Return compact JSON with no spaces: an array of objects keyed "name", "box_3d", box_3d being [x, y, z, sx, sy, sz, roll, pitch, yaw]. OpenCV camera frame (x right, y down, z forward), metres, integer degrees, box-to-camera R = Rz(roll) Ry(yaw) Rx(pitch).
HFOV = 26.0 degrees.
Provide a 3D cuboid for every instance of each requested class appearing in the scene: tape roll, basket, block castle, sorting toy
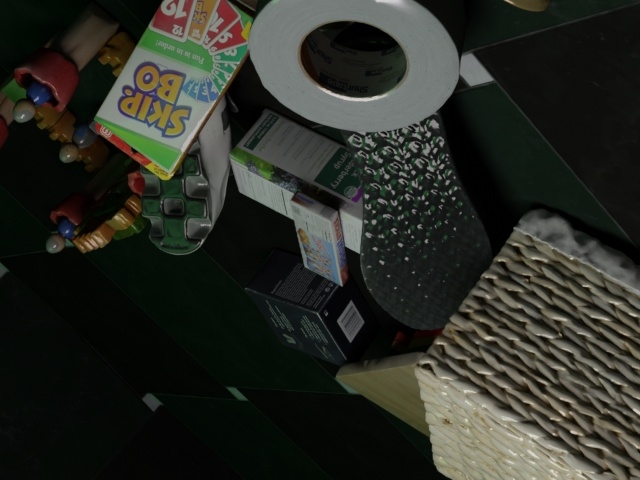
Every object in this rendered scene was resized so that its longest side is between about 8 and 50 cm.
[{"name":"tape roll","box_3d":[0.039,-0.210,1.433,0.219,0.072,0.219,7,143,5]},{"name":"basket","box_3d":[0.316,0.200,1.681,0.331,0.266,0.328,33,159,28]},{"name":"block castle","box_3d":[-0.367,-0.142,2.090,0.303,0.213,0.453,43,156,-16]},{"name":"sorting toy","box_3d":[0.196,0.226,2.119,0.257,0.089,0.255,34,158,-18]}]

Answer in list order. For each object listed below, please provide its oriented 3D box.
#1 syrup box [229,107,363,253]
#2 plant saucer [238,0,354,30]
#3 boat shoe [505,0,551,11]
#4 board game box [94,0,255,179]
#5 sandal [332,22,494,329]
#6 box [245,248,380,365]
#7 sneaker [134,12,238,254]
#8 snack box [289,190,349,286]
[{"name":"syrup box","box_3d":[0.004,-0.073,1.850,0.237,0.093,0.096,27,155,22]},{"name":"plant saucer","box_3d":[-0.063,-0.354,1.476,0.310,0.050,0.311,30,156,14]},{"name":"boat shoe","box_3d":[0.098,-0.324,1.262,0.302,0.109,0.098,33,117,9]},{"name":"board game box","box_3d":[-0.182,-0.203,1.739,0.124,0.039,0.259,36,117,2]},{"name":"sandal","box_3d":[0.119,-0.077,1.670,0.167,0.107,0.446,0,129,17]},{"name":"box","box_3d":[-0.011,0.109,2.214,0.158,0.093,0.156,16,150,37]},{"name":"sneaker","box_3d":[-0.176,-0.160,1.846,0.122,0.146,0.331,10,112,14]},{"name":"snack box","box_3d":[0.000,0.000,1.844,0.064,0.022,0.178,27,156,20]}]
